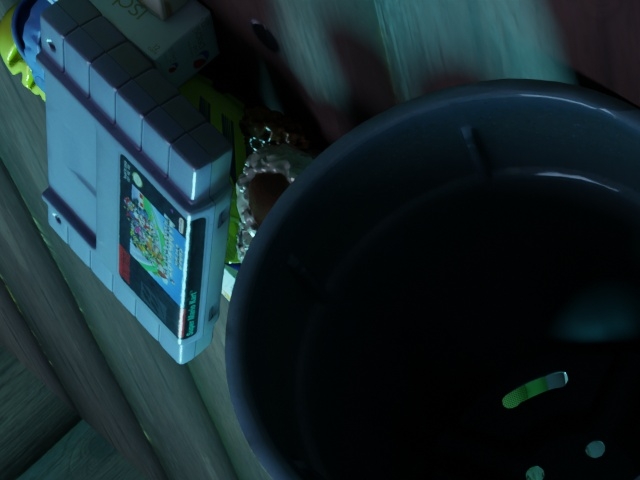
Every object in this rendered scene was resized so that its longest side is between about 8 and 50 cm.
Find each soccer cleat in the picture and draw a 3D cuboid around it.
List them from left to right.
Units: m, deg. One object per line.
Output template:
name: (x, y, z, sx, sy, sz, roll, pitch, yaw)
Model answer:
soccer cleat: (-0.081, -0.040, 1.902, 0.289, 0.121, 0.093, 54, 163, -20)

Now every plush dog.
plush dog: (0.000, 0.000, 1.773, 0.225, 0.210, 0.262, -131, 37, -51)

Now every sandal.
sandal: (-0.207, -0.141, 1.996, 0.317, 0.126, 0.138, 44, 159, 5)

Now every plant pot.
plant pot: (0.151, 0.119, 1.391, 0.341, 0.341, 0.334, 36, 169, 33)

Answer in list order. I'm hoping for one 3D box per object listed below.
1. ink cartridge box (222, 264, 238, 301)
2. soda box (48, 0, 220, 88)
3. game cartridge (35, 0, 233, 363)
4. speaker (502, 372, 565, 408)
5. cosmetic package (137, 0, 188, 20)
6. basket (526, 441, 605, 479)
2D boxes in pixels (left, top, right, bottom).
ink cartridge box: (-0.048, 0.038, 2.055, 0.143, 0.090, 0.092, 46, 164, 0)
soda box: (-0.194, -0.229, 1.830, 0.216, 0.074, 0.069, 40, 162, 24)
game cartridge: (-0.178, -0.045, 1.872, 0.230, 0.068, 0.355, 49, 155, 22)
speaker: (0.114, 0.058, 1.637, 0.131, 0.131, 0.296, 32, 158, 42)
cosmetic package: (-0.150, -0.249, 1.731, 0.060, 0.041, 0.115, 40, 162, 22)
basket: (0.195, 0.267, 1.694, 0.113, 0.103, 0.167, -23, 82, 54)
